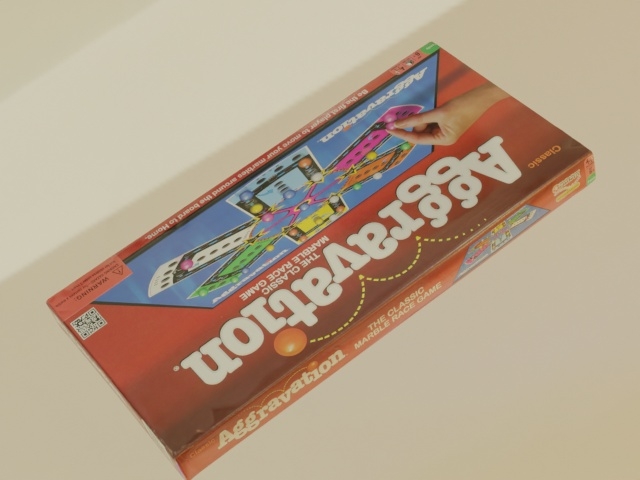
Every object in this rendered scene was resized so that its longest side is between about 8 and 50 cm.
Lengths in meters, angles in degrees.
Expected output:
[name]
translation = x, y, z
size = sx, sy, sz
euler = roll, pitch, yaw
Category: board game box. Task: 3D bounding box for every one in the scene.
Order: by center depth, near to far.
[board game box]
translation = 0.000, 0.000, 0.779
size = 0.281, 0.145, 0.027
euler = -35, -40, -15
